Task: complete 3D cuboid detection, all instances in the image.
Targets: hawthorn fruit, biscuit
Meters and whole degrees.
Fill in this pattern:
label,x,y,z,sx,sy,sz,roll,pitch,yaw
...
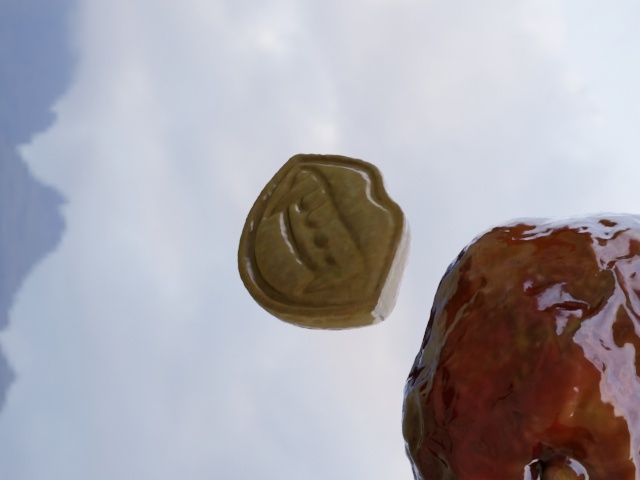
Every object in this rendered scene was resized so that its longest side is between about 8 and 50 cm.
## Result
label,x,y,z,sx,sy,sz,roll,pitch,yaw
hawthorn fruit,0.132,0.098,0.883,0.243,0.207,0.207,-45,139,-67
biscuit,0.000,0.000,1.379,0.029,0.142,0.220,54,9,-38
